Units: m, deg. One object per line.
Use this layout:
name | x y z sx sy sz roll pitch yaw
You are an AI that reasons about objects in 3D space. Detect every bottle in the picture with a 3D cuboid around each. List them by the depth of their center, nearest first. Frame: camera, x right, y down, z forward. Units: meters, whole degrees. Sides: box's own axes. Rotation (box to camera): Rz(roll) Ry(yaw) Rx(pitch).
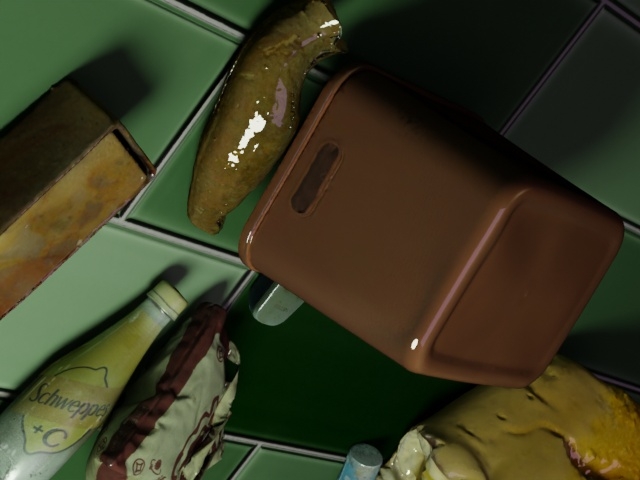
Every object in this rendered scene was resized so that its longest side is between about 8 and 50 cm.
bottle | -0.241 0.146 1.763 0.269 0.083 0.083 -47 146 -6

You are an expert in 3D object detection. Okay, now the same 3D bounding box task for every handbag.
handbag | -0.172 0.206 1.830 0.213 0.127 0.235 98 19 -48

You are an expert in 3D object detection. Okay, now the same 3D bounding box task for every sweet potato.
sweet potato | -0.056 -0.114 1.667 0.112 0.085 0.286 -17 139 -52

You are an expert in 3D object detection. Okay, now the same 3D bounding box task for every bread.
bread | 0.284 0.354 2.353 0.394 0.250 0.361 -23 141 -29

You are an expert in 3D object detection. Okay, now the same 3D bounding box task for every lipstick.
lipstick | 0.037 0.337 2.266 0.048 0.048 0.158 -11 134 -38

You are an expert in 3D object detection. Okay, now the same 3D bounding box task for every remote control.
remote control | 0.000 0.000 1.881 0.222 0.042 0.072 -51 146 9

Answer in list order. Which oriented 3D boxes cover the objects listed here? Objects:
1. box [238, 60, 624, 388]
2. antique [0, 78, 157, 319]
box | 0.128 -0.003 1.775 0.239 0.229 0.339 -60 151 8
antique | -0.294 0.001 1.531 0.310 0.087 0.093 -44 146 -9
